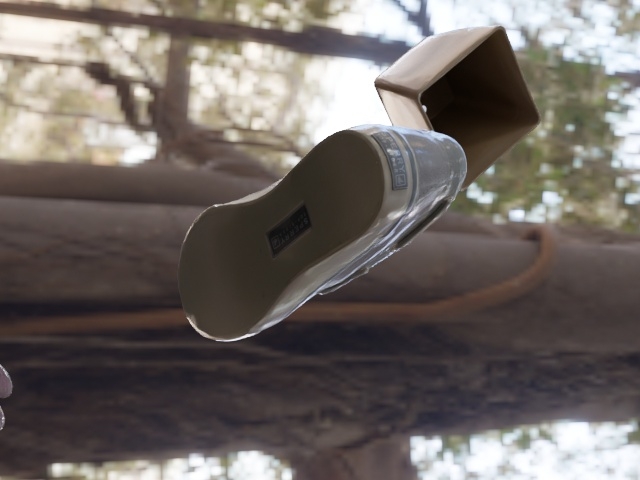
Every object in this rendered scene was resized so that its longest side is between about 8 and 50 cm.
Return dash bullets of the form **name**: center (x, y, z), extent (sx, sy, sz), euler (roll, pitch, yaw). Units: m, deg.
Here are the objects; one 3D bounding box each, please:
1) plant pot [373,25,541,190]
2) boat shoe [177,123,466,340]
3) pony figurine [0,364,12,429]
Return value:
- **plant pot**: center (0.112, -0.126, 1.556), extent (0.096, 0.109, 0.109), euler (23, -33, 50)
- **boat shoe**: center (0.000, -0.001, 0.986), extent (0.227, 0.081, 0.079), euler (-33, -112, 50)
- **pony figurine**: center (-0.501, 0.139, 1.510), extent (0.363, 0.351, 0.302), euler (3, -122, 55)
